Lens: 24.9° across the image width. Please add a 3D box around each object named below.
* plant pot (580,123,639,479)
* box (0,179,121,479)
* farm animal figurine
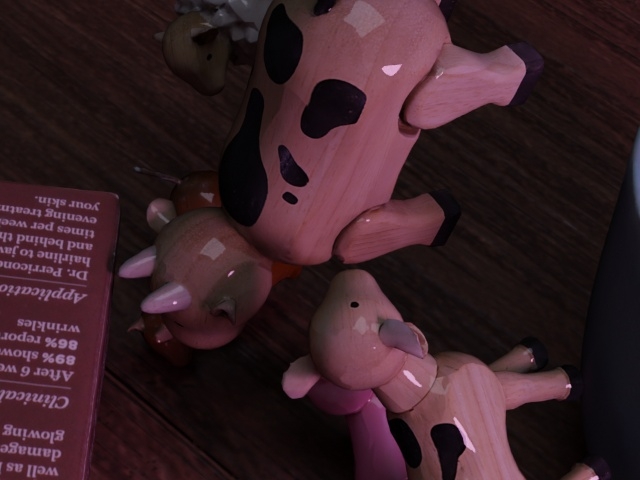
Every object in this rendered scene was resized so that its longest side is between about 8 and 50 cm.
[{"bbox_3d":[0.273,0.075,0.785,0.293,0.235,0.293,7,46,-7],"label":"plant pot"},{"bbox_3d":[-0.207,0.143,0.687,0.191,0.143,0.381,7,45,-6],"label":"box"},{"bbox_3d":[0.000,0.000,0.744,0.172,0.327,0.330,-11,31,-41],"label":"farm animal figurine"}]
